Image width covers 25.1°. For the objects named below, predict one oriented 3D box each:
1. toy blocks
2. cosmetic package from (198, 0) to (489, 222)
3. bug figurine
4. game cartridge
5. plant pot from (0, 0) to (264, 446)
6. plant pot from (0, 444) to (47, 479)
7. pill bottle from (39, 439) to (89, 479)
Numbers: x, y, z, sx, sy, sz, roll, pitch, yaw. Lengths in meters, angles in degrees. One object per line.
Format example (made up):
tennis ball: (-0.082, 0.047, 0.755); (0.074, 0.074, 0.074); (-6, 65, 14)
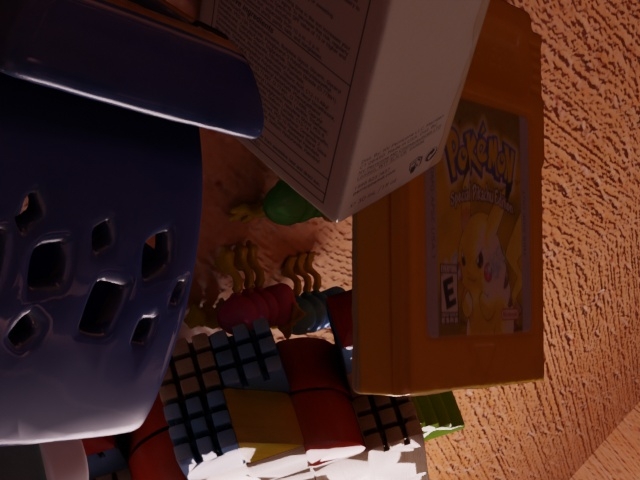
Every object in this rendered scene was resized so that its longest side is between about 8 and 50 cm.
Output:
toy blocks: (-0.064, 0.164, 1.198); (0.381, 0.191, 0.261); (-17, 150, -2)
cosmetic package: (0.019, -0.180, 0.894); (0.113, 0.160, 0.309); (-31, 151, -34)
bug figurine: (0.000, 0.000, 1.228); (0.216, 0.072, 0.279); (-16, 141, -49)
game cartridge: (0.112, -0.043, 1.152); (0.285, 0.052, 0.324); (4, 87, -60)
plant pot: (-0.183, -0.051, 0.684); (0.212, 0.236, 0.236); (-60, 154, 11)
plant pot: (-0.274, 0.122, 0.769); (0.165, 0.166, 0.234); (-22, 169, 37)
pill bottle: (-0.292, 0.184, 0.935); (0.272, 0.152, 0.152); (-26, 148, -40)
